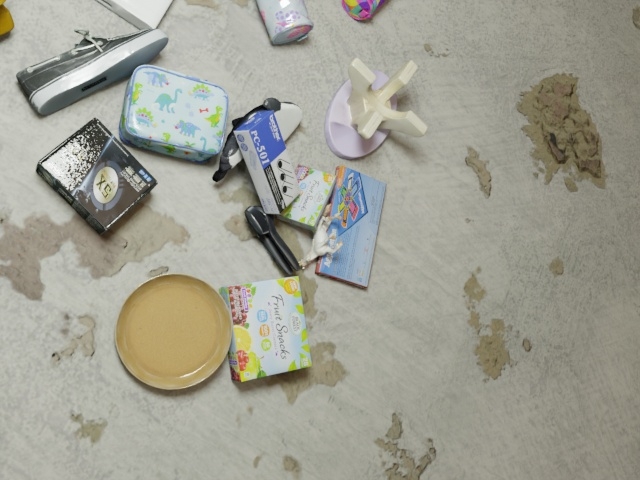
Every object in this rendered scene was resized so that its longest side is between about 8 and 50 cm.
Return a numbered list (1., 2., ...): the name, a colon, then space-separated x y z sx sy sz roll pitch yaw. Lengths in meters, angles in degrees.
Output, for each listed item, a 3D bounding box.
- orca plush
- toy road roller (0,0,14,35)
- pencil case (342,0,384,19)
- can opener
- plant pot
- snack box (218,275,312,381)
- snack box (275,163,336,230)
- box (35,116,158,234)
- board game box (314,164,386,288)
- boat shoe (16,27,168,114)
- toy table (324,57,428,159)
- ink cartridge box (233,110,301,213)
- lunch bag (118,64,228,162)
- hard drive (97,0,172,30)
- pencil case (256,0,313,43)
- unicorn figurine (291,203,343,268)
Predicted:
1. orca plush: -0.165 -0.241 1.433 0.287 0.102 0.151 -53 147 -25
2. toy road roller: -0.701 -0.497 1.127 0.329 0.241 0.202 39 59 23
3. pencil case: 0.158 -0.688 1.666 0.104 0.104 0.236 48 65 -14
4. can opener: -0.112 0.000 1.424 0.186 0.059 0.073 57 44 -8
5. plant pot: -0.303 0.186 1.288 0.236 0.032 0.236 2 83 -20
6. snack box: -0.122 0.193 1.382 0.174 0.070 0.207 -5 86 -29
7. snack box: -0.033 -0.102 1.470 0.100 0.037 0.141 19 70 11
8. box: -0.447 -0.128 1.248 0.180 0.077 0.147 49 64 -14
9. board game box: 0.078 -0.034 1.555 0.145 0.027 0.281 20 73 -27
10. boat shoe: -0.461 -0.372 1.264 0.306 0.113 0.105 -34 93 -13
11. toy table: 0.136 -0.339 1.561 0.252 0.161 0.274 29 70 -22
12. ink cartridge box: -0.113 -0.169 1.365 0.097 0.046 0.207 -50 132 -42
13. lunch bag: -0.311 -0.273 1.340 0.219 0.090 0.176 10 78 -28
14. hard drive: -0.397 -0.663 1.381 0.233 0.047 0.353 31 69 -21
15. pencil case: -0.112 -0.615 1.495 0.273 0.113 0.124 69 17 -2
16. unicorn figurine: 0.000 0.000 1.473 0.060 0.111 0.162 36 47 -28
